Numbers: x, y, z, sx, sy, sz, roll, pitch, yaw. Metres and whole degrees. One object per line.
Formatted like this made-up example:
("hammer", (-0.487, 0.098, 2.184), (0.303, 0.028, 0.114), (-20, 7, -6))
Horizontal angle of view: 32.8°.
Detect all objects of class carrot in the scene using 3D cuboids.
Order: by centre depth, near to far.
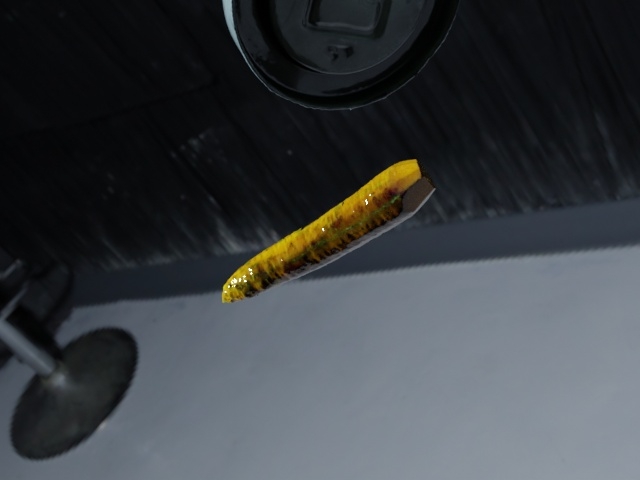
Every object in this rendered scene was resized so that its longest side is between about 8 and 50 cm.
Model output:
("carrot", (0.000, 0.000, 1.347), (0.314, 0.066, 0.066), (-31, 36, 17))

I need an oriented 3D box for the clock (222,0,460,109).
("clock", (0.028, -0.323, 1.387), (0.319, 0.319, 0.066), (-39, 37, 0))
